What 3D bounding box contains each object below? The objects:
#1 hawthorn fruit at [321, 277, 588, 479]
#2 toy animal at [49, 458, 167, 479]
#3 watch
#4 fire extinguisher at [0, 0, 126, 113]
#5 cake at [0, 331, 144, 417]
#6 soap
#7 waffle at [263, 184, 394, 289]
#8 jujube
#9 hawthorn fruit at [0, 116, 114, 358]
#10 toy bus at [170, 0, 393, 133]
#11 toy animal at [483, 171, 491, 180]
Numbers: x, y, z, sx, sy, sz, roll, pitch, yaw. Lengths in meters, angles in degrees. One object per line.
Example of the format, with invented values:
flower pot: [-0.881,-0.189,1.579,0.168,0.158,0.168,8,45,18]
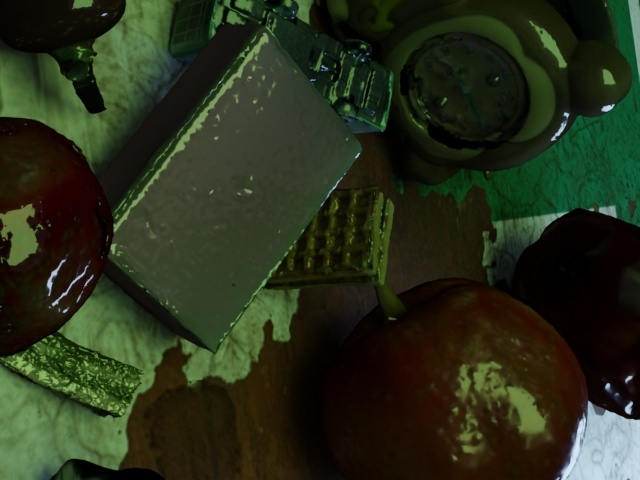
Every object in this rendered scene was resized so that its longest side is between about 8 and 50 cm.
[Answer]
hawthorn fruit: [0.130,0.155,1.164,0.330,0.287,0.287,58,45,-17]
toy animal: [-0.116,0.319,0.881,0.267,0.212,0.212,41,54,-30]
watch: [0.220,-0.280,1.337,0.335,0.314,0.327,51,43,-16]
fire extinguisher: [-0.245,-0.270,0.910,0.135,0.114,0.337,-127,-160,-80]
cake: [-0.216,0.108,0.918,0.140,0.055,0.051,37,63,-38]
soap: [-0.095,-0.051,1.003,0.181,0.081,0.259,46,71,-36]
waffle: [0.000,0.000,1.120,0.042,0.148,0.102,37,54,-53]
jujube: [0.440,0.113,1.522,0.377,0.276,0.276,40,55,-38]
hawthorn fruit: [-0.245,-0.023,0.823,0.181,0.181,0.235,58,33,-26]
toy bus: [-0.033,-0.188,1.141,0.261,0.109,0.091,23,74,-43]
toy animal: [0.263,-0.186,1.534,0.099,0.057,0.241,32,59,-43]
